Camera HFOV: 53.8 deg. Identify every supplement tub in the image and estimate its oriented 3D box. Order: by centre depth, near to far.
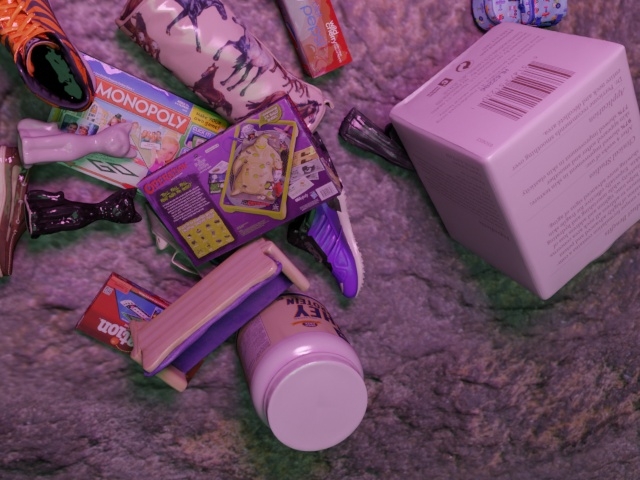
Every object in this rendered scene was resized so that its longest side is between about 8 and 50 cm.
[{"bbox_3d":[-0.046,0.267,1.345,0.235,0.325,0.235,-5,109,-15],"label":"supplement tub"}]

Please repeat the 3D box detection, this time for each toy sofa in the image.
[{"bbox_3d":[-0.204,0.151,1.294,0.362,0.177,0.150,-39,128,1],"label":"toy sofa"}]

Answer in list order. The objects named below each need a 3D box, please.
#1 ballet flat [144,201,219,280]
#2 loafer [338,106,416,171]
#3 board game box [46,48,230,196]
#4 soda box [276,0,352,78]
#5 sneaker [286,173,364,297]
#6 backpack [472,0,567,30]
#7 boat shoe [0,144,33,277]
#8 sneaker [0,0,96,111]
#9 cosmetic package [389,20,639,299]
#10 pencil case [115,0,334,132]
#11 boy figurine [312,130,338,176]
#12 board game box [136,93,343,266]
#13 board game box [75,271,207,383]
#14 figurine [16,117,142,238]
[{"bbox_3d":[-0.303,0.009,1.324,0.068,0.072,0.213,-43,114,6],"label":"ballet flat"},{"bbox_3d":[0.148,-0.216,1.373,0.223,0.076,0.078,23,110,-18],"label":"loafer"},{"bbox_3d":[-0.364,-0.207,1.247,0.317,0.046,0.213,22,102,-21],"label":"board game box"},{"bbox_3d":[-0.031,-0.460,1.237,0.092,0.083,0.263,-26,114,-6],"label":"soda box"},{"bbox_3d":[0.000,0.000,1.395,0.146,0.102,0.293,-17,104,-10],"label":"sneaker"},{"bbox_3d":[0.414,-0.519,1.329,0.173,0.117,0.158,-9,109,-10],"label":"backpack"},{"bbox_3d":[-0.585,-0.050,1.211,0.095,0.095,0.257,2,107,-23],"label":"boat shoe"},{"bbox_3d":[-0.481,-0.352,1.035,0.124,0.180,0.321,-40,116,-5],"label":"sneaker"},{"bbox_3d":[0.412,-0.166,1.282,0.329,0.327,0.393,-39,126,-6],"label":"cosmetic package"},{"bbox_3d":[-0.170,-0.339,1.196,0.410,0.160,0.183,40,107,-23],"label":"pencil case"},{"bbox_3d":[-0.107,-0.112,1.301,0.285,0.177,0.092,-27,153,3],"label":"boy figurine"},{"bbox_3d":[-0.156,-0.106,1.211,0.347,0.056,0.208,-25,113,18],"label":"board game box"},{"bbox_3d":[-0.372,0.197,1.390,0.281,0.027,0.145,33,98,-23],"label":"board game box"},{"bbox_3d":[-0.444,-0.121,1.182,0.209,0.092,0.214,-8,111,-29],"label":"figurine"}]
